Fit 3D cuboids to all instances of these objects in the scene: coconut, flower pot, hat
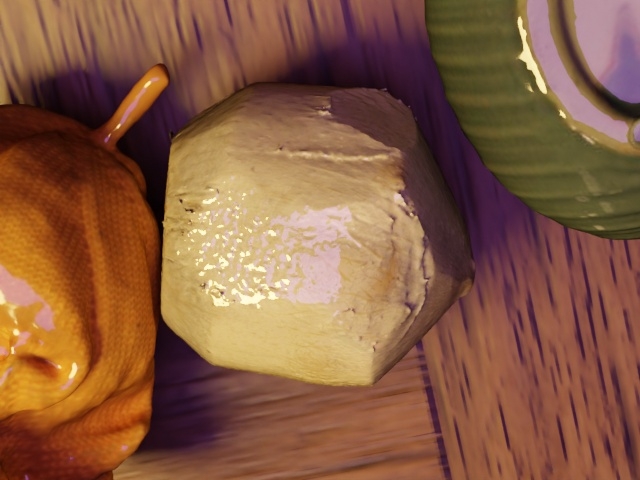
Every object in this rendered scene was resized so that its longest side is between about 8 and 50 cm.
[{"bbox_3d":[0.000,-0.003,0.889,0.162,0.161,0.161,3,104,0],"label":"coconut"},{"bbox_3d":[0.147,-0.119,0.849,0.189,0.157,0.243,-13,101,8],"label":"flower pot"},{"bbox_3d":[-0.140,0.009,0.889,0.244,0.233,0.233,34,89,13],"label":"hat"}]
